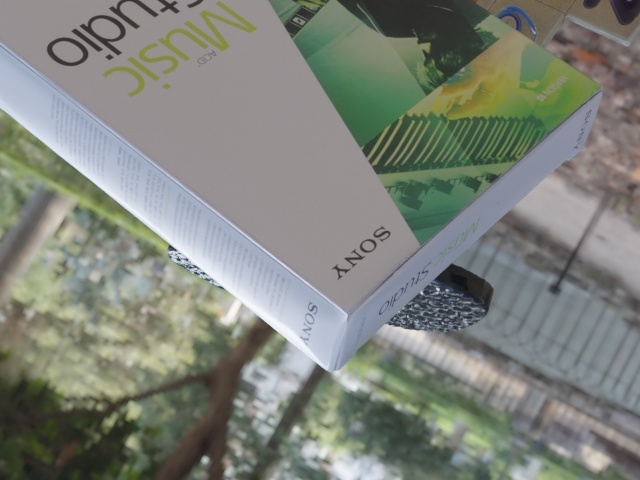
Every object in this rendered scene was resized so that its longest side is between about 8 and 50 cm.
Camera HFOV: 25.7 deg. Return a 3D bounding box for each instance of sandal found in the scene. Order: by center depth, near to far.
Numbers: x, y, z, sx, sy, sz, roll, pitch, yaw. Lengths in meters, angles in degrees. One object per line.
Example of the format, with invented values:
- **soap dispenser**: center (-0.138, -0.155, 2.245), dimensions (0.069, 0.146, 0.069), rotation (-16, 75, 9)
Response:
- **sandal**: center (-0.003, -0.001, 1.365), dimensions (0.167, 0.107, 0.445), rotation (33, 164, -34)

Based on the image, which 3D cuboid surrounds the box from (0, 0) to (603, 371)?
- **box**: center (-0.036, -0.100, 0.788), dimensions (0.322, 0.232, 0.058), rotation (38, 144, 18)

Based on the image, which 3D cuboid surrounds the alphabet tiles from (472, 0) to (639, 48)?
- **alphabet tiles**: center (0.150, -0.285, 1.101), dimensions (0.342, 0.285, 0.011), rotation (33, 175, 33)
